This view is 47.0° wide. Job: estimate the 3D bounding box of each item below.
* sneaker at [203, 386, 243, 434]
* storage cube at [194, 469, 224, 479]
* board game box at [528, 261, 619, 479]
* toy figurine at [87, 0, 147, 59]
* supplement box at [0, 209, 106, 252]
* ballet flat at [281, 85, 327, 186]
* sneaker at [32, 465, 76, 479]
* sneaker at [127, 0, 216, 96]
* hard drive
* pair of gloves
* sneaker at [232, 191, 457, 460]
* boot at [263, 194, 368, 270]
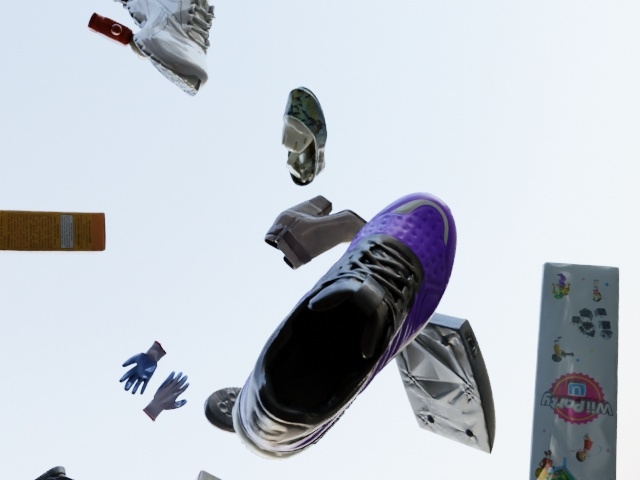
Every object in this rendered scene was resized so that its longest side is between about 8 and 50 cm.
[{"bbox_3d":[-0.163,0.399,1.616,0.131,0.112,0.319,-38,-32,21],"label":"sneaker"},{"bbox_3d":[-0.206,0.595,1.400,0.193,0.215,0.184,-59,5,13],"label":"storage cube"},{"bbox_3d":[0.314,0.211,0.923,0.224,0.097,0.303,62,-144,-58],"label":"board game box"},{"bbox_3d":[-0.361,-0.503,1.504,0.209,0.148,0.213,-75,11,-46],"label":"toy figurine"},{"bbox_3d":[-0.506,-0.014,1.302,0.233,0.078,0.080,-1,-95,-30],"label":"supplement box"},{"bbox_3d":[-0.026,-0.137,1.046,0.070,0.070,0.188,-52,-22,-21],"label":"ballet flat"},{"bbox_3d":[-0.582,0.544,1.556,0.170,0.089,0.051,-36,-42,2],"label":"sneaker"},{"bbox_3d":[-0.227,-0.345,1.184,0.129,0.297,0.111,-36,-41,10],"label":"sneaker"},{"bbox_3d":[0.208,0.228,1.237,0.054,0.172,0.255,-36,-61,-34],"label":"hard drive"},{"bbox_3d":[-0.423,0.367,1.901,0.198,0.023,0.159,54,-131,-15],"label":"pair of gloves"},{"bbox_3d":[0.040,0.058,0.630,0.293,0.102,0.146,-51,-10,-22],"label":"sneaker"},{"bbox_3d":[0.000,0.000,0.793,0.087,0.118,0.042,-43,-37,-20],"label":"boot"}]
